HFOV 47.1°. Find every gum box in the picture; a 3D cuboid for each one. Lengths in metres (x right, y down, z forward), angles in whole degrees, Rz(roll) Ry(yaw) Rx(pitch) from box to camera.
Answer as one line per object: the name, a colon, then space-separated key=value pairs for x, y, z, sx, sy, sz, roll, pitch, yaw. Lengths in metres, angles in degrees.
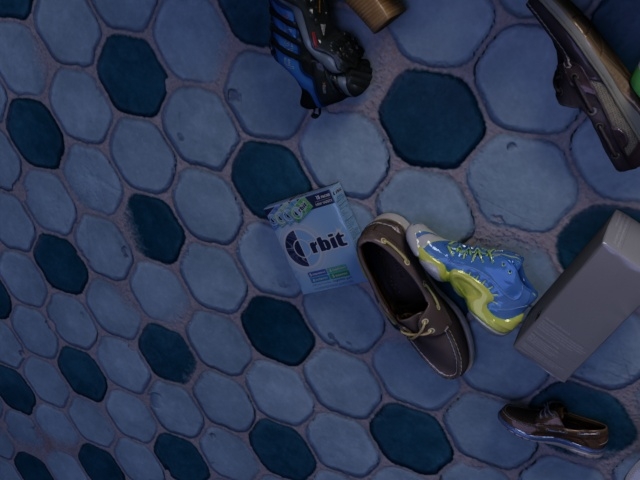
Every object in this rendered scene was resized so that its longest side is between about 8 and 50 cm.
gum box: x=0.000 y=0.000 z=1.350 sx=0.157 sy=0.041 sz=0.184 roll=-14 pitch=106 yaw=36

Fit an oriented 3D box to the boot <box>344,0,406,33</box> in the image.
boot: x=0.103 y=-0.448 z=1.013 sx=0.295 sy=0.104 sz=0.211 roll=-32 pitch=96 yaw=43

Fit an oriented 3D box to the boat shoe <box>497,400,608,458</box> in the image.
boat shoe: x=0.400 y=0.310 z=1.262 sx=0.183 sy=0.066 sz=0.066 roll=14 pitch=116 yaw=13

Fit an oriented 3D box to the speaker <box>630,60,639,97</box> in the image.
speaker: x=0.504 y=-0.270 z=0.847 sx=0.131 sy=0.131 sz=0.296 roll=40 pitch=128 yaw=7

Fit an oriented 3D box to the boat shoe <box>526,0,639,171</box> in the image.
boat shoe: x=0.358 y=-0.211 z=0.985 sx=0.092 sy=0.103 sz=0.285 roll=-36 pitch=99 yaw=34

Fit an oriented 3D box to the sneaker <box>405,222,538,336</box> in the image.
sneaker: x=0.255 y=0.036 z=1.201 sx=0.240 sy=0.091 sz=0.126 roll=46 pitch=110 yaw=3

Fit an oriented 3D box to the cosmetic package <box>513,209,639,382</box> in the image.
cosmetic package: x=0.402 y=0.084 z=1.097 sx=0.107 sy=0.127 sz=0.238 roll=34 pitch=125 yaw=11

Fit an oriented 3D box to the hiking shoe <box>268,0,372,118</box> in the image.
hiking shoe: x=-0.046 y=-0.343 z=1.152 sx=0.132 sy=0.113 sz=0.304 roll=-21 pitch=102 yaw=36

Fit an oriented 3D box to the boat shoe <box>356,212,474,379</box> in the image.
boat shoe: x=0.162 y=0.112 z=1.275 sx=0.117 sy=0.097 sz=0.324 roll=-20 pitch=103 yaw=37

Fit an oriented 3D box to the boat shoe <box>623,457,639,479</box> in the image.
boat shoe: x=0.583 y=0.276 z=1.098 sx=0.121 sy=0.119 sz=0.335 roll=48 pitch=111 yaw=17
